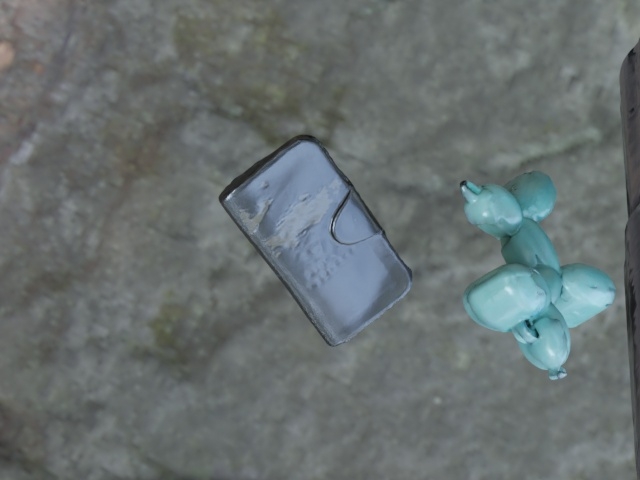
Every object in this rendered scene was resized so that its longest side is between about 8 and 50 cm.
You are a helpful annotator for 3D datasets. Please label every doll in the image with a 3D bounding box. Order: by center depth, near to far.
[{"bbox_3d":[0.150,0.025,1.156,0.059,0.159,0.158,-33,164,30],"label":"doll"}]

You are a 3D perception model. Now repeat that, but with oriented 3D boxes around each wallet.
[{"bbox_3d":[0.000,0.000,1.100,0.082,0.018,0.157,-37,122,-4],"label":"wallet"}]

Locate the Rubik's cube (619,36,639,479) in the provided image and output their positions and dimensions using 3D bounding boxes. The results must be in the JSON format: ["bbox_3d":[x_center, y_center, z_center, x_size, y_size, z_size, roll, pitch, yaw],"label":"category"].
[{"bbox_3d":[0.284,0.095,0.575,0.316,0.318,0.313,-74,152,-60],"label":"Rubik's cube"}]
